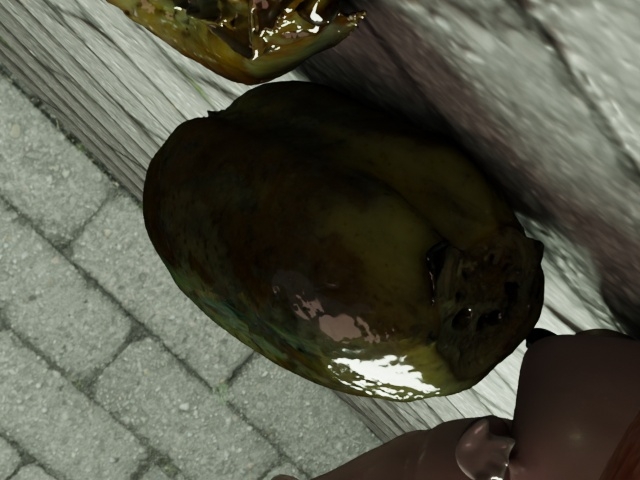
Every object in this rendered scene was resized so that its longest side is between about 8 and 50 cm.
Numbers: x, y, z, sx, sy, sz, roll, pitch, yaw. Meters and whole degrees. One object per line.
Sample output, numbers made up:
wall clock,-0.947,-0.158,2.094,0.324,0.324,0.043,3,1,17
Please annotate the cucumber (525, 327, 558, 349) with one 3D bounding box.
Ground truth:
cucumber,0.184,0.097,0.900,0.163,0.043,0.039,42,-145,22

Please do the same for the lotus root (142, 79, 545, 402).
lotus root,0.000,0.000,0.821,0.275,0.152,0.160,30,152,50

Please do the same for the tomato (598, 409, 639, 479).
tomato,0.176,0.130,0.331,0.265,0.265,0.265,41,172,7

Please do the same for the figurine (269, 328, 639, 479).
figurine,0.122,0.125,0.799,0.287,0.186,0.176,-19,121,41

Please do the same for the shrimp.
shrimp,-0.049,-0.128,0.684,0.145,0.061,0.267,35,174,-24
